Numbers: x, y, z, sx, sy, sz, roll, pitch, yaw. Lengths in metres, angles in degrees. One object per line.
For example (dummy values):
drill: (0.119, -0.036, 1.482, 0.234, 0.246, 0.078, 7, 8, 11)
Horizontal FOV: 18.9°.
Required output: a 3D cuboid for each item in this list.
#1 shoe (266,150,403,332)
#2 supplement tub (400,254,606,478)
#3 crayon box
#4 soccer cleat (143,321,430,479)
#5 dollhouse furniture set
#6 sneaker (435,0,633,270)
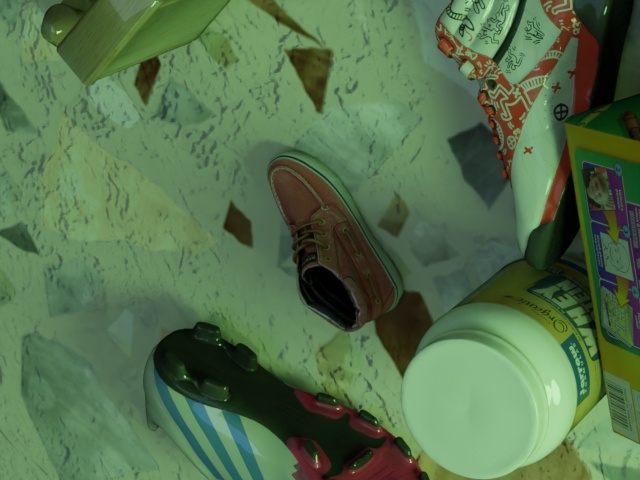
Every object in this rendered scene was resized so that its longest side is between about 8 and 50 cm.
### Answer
shoe: (0.000, 0.000, 1.747, 0.063, 0.081, 0.178, -38, 87, 34)
supplement tub: (0.165, 0.105, 1.619, 0.144, 0.199, 0.144, 11, 113, 26)
crayon box: (0.285, 0.036, 1.509, 0.165, 0.081, 0.278, 24, 128, 63)
soccer cleat: (-0.030, 0.208, 1.839, 0.331, 0.116, 0.143, 34, 137, 17)
dollhouse furniture set: (-0.229, -0.333, 1.701, 0.355, 0.174, 0.303, 50, 124, 5)
sneaker: (0.164, -0.120, 1.605, 0.145, 0.090, 0.270, 19, 113, 24)
